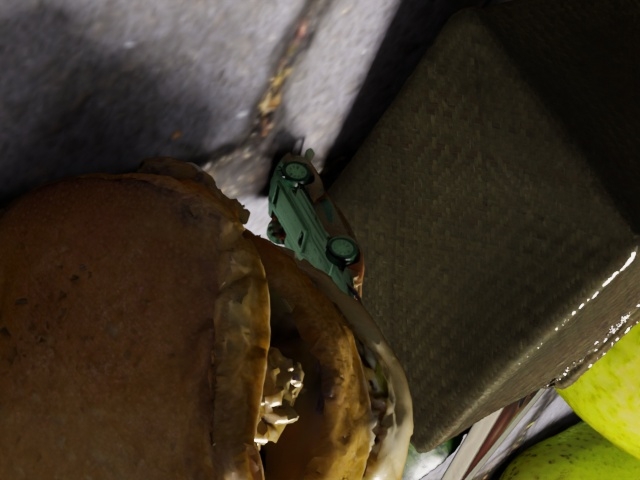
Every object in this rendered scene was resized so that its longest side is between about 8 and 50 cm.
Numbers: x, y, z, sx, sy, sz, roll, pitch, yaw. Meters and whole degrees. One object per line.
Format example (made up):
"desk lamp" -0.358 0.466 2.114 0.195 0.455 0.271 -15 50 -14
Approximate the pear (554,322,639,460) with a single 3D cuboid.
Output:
"pear" 0.345 0.023 1.165 0.391 0.391 0.391 -33 153 -19

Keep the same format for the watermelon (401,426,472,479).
"watermelon" 0.088 0.187 1.387 0.181 0.075 0.092 -42 156 -3

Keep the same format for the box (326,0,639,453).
"box" 0.125 -0.013 0.957 0.143 0.184 0.273 -21 158 -39

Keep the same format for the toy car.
"toy car" 0.000 0.000 0.920 0.035 0.122 0.059 -12 140 -27

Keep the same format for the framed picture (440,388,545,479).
"framed picture" 0.203 0.133 1.444 0.289 0.020 0.211 -39 158 -47

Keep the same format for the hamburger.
"hamburger" -0.082 0.100 0.800 0.245 0.260 0.211 -53 157 4

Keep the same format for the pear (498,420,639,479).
"pear" 0.291 0.333 1.813 0.292 0.159 0.292 -33 150 -22
